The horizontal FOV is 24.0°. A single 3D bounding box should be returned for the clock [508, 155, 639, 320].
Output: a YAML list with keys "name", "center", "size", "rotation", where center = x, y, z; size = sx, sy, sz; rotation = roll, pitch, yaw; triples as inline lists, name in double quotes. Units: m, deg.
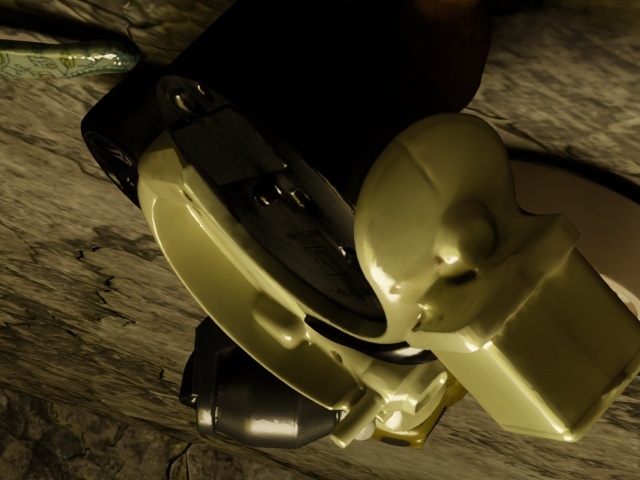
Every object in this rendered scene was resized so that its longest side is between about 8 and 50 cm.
- name: "clock"
  center: [0.133, 0.001, 0.926]
  size: [0.229, 0.063, 0.155]
  rotation: [33, 161, -36]

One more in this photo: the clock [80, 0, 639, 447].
- name: "clock"
  center: [0.000, 0.000, 0.816]
  size: [0.276, 0.120, 0.379]
  rotation: [47, 166, -8]

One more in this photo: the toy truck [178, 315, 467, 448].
- name: "toy truck"
  center: [0.013, 0.095, 1.178]
  size: [0.224, 0.165, 0.147]
  rotation: [16, 164, 3]

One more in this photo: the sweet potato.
- name: "sweet potato"
  center: [0.059, -0.102, 0.672]
  size: [0.050, 0.050, 0.214]
  rotation: [17, 162, 1]

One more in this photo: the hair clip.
- name: "hair clip"
  center: [-0.220, -0.125, 0.909]
  size: [0.229, 0.036, 0.066]
  rotation: [14, 171, 11]
